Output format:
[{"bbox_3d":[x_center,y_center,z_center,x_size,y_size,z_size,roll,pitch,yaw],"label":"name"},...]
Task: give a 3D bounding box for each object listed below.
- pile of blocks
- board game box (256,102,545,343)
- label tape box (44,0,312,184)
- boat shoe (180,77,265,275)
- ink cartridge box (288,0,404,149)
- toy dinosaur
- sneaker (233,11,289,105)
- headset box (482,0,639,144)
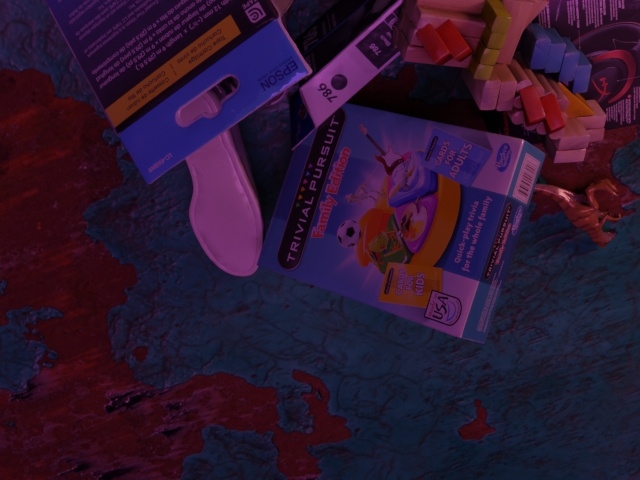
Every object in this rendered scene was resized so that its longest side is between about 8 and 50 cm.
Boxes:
[{"bbox_3d":[0.250,-0.207,1.164,0.362,0.113,0.149,25,120,-30],"label":"pile of blocks"},{"bbox_3d":[0.096,-0.037,1.271,0.079,0.336,0.254,18,89,-55],"label":"board game box"},{"bbox_3d":[-0.176,-0.277,1.163,0.249,0.115,0.348,-33,83,18],"label":"label tape box"},{"bbox_3d":[-0.134,-0.097,1.389,0.116,0.099,0.319,0,123,22],"label":"boat shoe"},{"bbox_3d":[0.058,-0.275,1.250,0.332,0.165,0.065,-41,117,20],"label":"ink cartridge box"},{"bbox_3d":[0.394,-0.054,1.464,0.211,0.064,0.112,35,116,-21],"label":"toy dinosaur"},{"bbox_3d":[-0.086,-0.307,1.239,0.105,0.115,0.281,-11,108,4],"label":"sneaker"},{"bbox_3d":[0.363,-0.263,1.303,0.293,0.110,0.218,-11,122,5],"label":"headset box"}]
